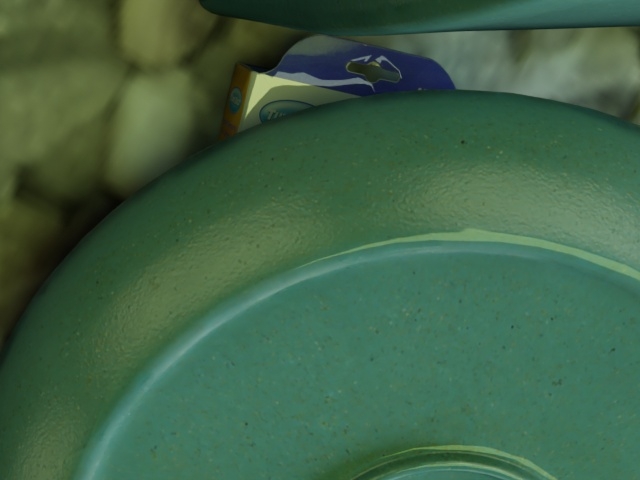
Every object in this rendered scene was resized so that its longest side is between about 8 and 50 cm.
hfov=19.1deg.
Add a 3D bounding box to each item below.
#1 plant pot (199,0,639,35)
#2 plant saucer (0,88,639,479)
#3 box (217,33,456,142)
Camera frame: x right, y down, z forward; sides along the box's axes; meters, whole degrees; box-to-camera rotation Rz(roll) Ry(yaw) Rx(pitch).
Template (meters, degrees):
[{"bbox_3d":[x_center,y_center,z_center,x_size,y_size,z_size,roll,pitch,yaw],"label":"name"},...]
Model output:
[{"bbox_3d":[0.070,-0.133,0.517,0.166,0.234,0.165,-3,103,-15],"label":"plant pot"},{"bbox_3d":[0.039,0.109,0.624,0.318,0.043,0.317,0,111,-1],"label":"plant saucer"},{"bbox_3d":[0.000,0.000,0.639,0.081,0.028,0.136,12,97,-18],"label":"box"}]
